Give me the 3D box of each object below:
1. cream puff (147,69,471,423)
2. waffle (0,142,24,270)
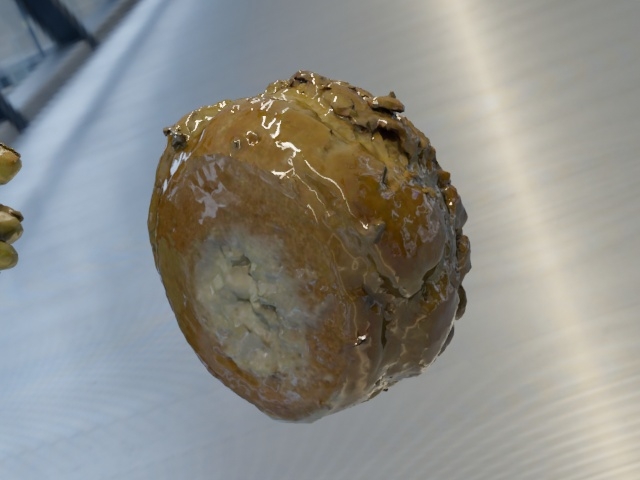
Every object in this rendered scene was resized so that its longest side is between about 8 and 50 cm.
[{"bbox_3d":[0.000,0.000,0.527,0.150,0.165,0.115,34,41,16],"label":"cream puff"},{"bbox_3d":[-0.285,-0.061,0.600,0.259,0.293,0.069,-14,28,30],"label":"waffle"}]
